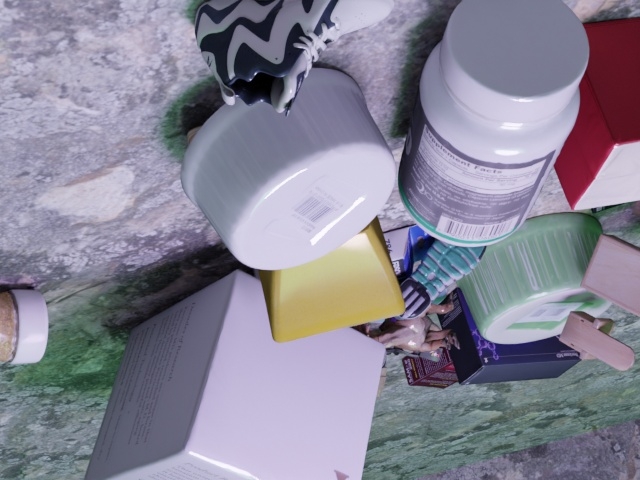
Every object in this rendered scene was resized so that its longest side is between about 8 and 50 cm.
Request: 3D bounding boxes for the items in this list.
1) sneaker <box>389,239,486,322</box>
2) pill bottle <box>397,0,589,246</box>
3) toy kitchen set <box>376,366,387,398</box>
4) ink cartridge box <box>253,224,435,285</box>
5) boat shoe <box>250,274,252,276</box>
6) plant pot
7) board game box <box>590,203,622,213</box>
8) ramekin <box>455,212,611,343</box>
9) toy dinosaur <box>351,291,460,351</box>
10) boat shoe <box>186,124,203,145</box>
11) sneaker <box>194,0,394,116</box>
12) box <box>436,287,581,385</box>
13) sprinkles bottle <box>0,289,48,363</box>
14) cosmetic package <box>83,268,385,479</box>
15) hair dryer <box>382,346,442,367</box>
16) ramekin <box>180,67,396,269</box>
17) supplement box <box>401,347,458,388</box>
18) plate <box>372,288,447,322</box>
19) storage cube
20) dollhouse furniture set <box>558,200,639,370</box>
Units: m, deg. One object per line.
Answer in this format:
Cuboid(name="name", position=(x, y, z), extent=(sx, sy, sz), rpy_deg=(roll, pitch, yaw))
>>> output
Cuboid(name="sneaker", position=(0.205, 0.061, 1.951), extent=(0.224, 0.083, 0.098), rpy_deg=(-39, 174, -17))
Cuboid(name="pill bottle", position=(0.222, -0.155, 1.415), extent=(0.204, 0.204, 0.361), rpy_deg=(-10, 154, -9))
Cuboid(name="toy kitchen set", position=(0.105, 0.327, 2.556), extent=(0.068, 0.075, 0.083), rpy_deg=(0, 112, -34))
Cuboid(name="ink cartridge box", position=(0.056, 0.062, 1.945), extent=(0.333, 0.065, 0.165), rpy_deg=(-16, 154, 2))
Cuboid(name="boat shoe", position=(-0.146, 0.131, 1.953), extent=(0.076, 0.083, 0.226), rpy_deg=(-13, 156, -4))
Cuboid(name="plant pot", position=(0.000, 0.000, 1.644), extent=(0.212, 0.212, 0.187), rpy_deg=(-13, 142, -2))
Cuboid(name="board game box", position=(0.534, -0.112, 1.877), extent=(0.126, 0.026, 0.186), rpy_deg=(-18, 155, 5))
Cuboid(name="ramekin", position=(0.421, 0.084, 2.080), extent=(0.304, 0.148, 0.303), rpy_deg=(-12, 155, -6))
Cuboid(name="toy dinosaur", position=(0.157, 0.170, 2.112), extent=(0.200, 0.127, 0.296), rpy_deg=(-12, 173, 20))
Cuboid(name="boat shoe", position=(-0.140, -0.103, 1.500), extent=(0.063, 0.059, 0.170), rpy_deg=(-17, 155, 6))
Cuboid(name="sneaker", position=(-0.018, -0.213, 1.227), extent=(0.235, 0.153, 0.094), rpy_deg=(-9, 156, -11))
Cuboid(name="box", position=(0.395, 0.197, 2.260), extent=(0.261, 0.184, 0.103), rpy_deg=(0, 152, -29))
Cuboid(name="sprinkles bottle", position=(-0.614, 0.135, 1.673), extent=(0.356, 0.121, 0.121), rpy_deg=(2, 150, -30))
Cuboid(name="cosmetic package", position=(-0.151, 0.308, 1.859), extent=(0.329, 0.327, 0.394), rpy_deg=(29, 146, -25))
Cuboid(name="hair dryer", position=(0.097, 0.243, 2.276), extent=(0.294, 0.080, 0.223), rpy_deg=(6, 173, -12))
Cuboid(name="ramekin", position=(-0.033, -0.084, 1.430), extent=(0.277, 0.135, 0.277), rpy_deg=(-25, 152, -14))
Cuboid(name="supplement box", position=(0.321, 0.266, 2.493), extent=(0.130, 0.073, 0.239), rpy_deg=(13, 143, -43))
Cuboid(name="plate", position=(0.162, 0.117, 2.160), extent=(0.188, 0.024, 0.188), rpy_deg=(-11, 155, -5))
Cuboid(name="storage cube", position=(0.426, -0.176, 1.494), extent=(0.215, 0.193, 0.183), rpy_deg=(-10, 155, -12))
Cuboid(name="dollhouse furniture set", position=(0.649, 0.094, 1.970), extent=(0.356, 0.174, 0.303), rpy_deg=(6, 109, -45))
